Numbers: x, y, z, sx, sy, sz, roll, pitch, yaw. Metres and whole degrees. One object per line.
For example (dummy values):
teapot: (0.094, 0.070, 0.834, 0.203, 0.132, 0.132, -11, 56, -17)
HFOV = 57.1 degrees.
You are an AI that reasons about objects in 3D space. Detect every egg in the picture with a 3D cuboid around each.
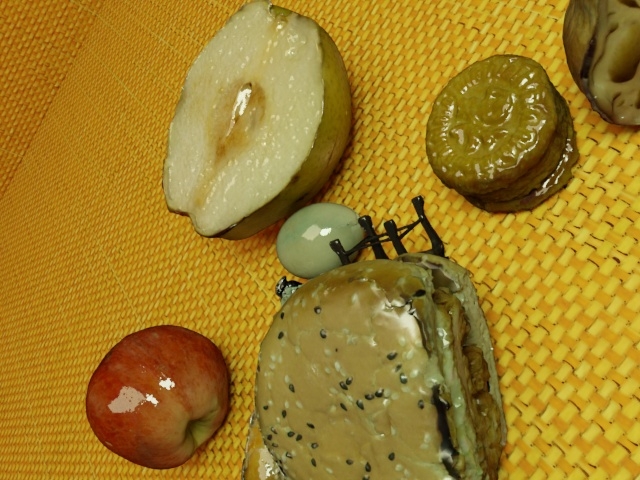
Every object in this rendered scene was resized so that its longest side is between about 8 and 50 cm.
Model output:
egg: (0.000, 0.000, 0.900, 0.152, 0.114, 0.114, -27, 57, 36)

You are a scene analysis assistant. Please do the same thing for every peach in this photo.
peach: (-0.282, 0.249, 0.996, 0.256, 0.232, 0.232, 35, 99, 28)

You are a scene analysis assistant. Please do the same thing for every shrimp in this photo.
shrimp: (-0.053, 0.359, 0.850, 0.164, 0.062, 0.317, 0, 71, 41)

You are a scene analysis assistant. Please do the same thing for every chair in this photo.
chair: (0.117, 0.073, 0.794, 0.106, 0.113, 0.229, -19, 99, 38)

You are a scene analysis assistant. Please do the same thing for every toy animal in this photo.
toy animal: (-0.018, 0.092, 0.893, 0.220, 0.108, 0.062, 155, 127, -72)

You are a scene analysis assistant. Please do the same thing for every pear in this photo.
pear: (-0.084, -0.179, 0.997, 0.340, 0.191, 0.386, 38, 105, 36)

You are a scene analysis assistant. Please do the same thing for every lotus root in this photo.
lotus root: (0.357, -0.251, 0.647, 0.188, 0.199, 0.180, -6, 39, 2)

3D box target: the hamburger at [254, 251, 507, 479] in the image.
hamburger: (0.066, 0.180, 0.678, 0.276, 0.195, 0.318, -14, 90, 37)

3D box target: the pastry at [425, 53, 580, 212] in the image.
pastry: (0.225, -0.133, 0.746, 0.188, 0.103, 0.189, -18, 63, 39)
